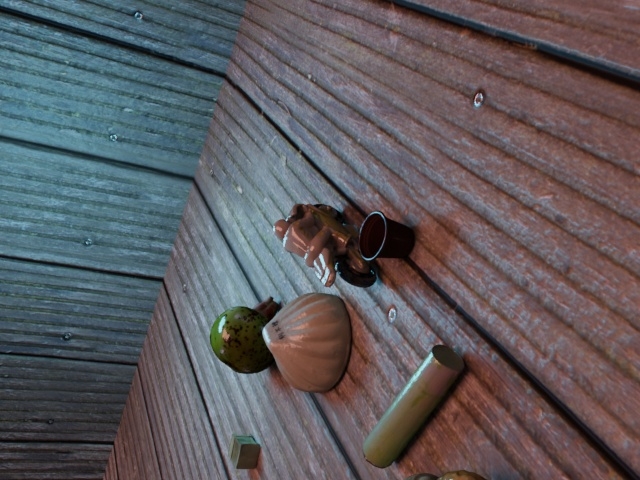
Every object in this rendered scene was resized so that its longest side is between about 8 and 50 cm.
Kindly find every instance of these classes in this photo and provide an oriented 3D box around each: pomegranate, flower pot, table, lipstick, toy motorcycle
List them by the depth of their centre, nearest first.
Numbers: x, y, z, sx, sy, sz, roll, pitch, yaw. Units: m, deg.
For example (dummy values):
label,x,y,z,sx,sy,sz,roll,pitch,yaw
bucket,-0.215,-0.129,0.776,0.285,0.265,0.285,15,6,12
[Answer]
label,x,y,z,sx,sy,sz,roll,pitch,yaw
lipstick,0.176,0.332,1.327,0.304,0.076,0.076,-63,32,29
flower pot,0.149,-0.003,1.480,0.111,0.089,0.111,-31,53,54
toy motorcycle,0.000,0.000,1.625,0.107,0.223,0.340,-68,31,27
pomegranate,-0.201,0.265,1.967,0.248,0.214,0.214,-54,13,-33
table,-0.227,0.622,1.997,0.083,0.062,0.079,20,98,62

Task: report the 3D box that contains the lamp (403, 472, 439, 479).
label,x,y,z,sx,sy,sz,roll,pitch,yaw
lamp,0.180,0.513,1.237,0.106,0.106,0.193,-129,44,-56

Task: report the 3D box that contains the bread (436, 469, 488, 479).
label,x,y,z,sx,sy,sz,roll,pitch,yaw
bread,0.251,0.495,1.065,0.244,0.134,0.244,-38,47,56

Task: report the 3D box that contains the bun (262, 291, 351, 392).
label,x,y,z,sx,sy,sz,roll,pitch,yaw
bun,-0.058,0.250,1.695,0.263,0.175,0.263,-27,58,55
